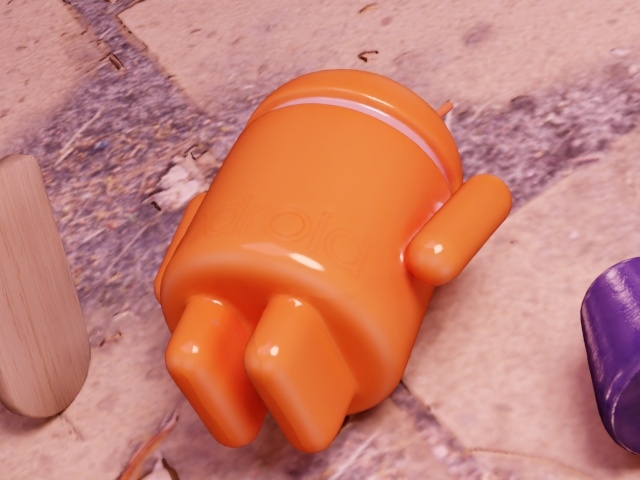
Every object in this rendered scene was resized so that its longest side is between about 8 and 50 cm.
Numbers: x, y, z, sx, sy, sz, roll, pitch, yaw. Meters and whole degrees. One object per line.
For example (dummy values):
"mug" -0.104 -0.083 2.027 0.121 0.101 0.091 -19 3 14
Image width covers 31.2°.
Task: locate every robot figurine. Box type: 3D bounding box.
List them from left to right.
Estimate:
"robot figurine" 0.002 0.000 0.580 0.158 0.128 0.219 -45 17 49

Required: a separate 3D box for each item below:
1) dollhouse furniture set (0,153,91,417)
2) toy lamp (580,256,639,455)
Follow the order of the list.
"dollhouse furniture set" -0.372 0.136 0.618 0.362 0.257 0.394 2 25 30
"toy lamp" 0.168 0.105 0.409 0.080 0.080 0.275 -25 38 2
